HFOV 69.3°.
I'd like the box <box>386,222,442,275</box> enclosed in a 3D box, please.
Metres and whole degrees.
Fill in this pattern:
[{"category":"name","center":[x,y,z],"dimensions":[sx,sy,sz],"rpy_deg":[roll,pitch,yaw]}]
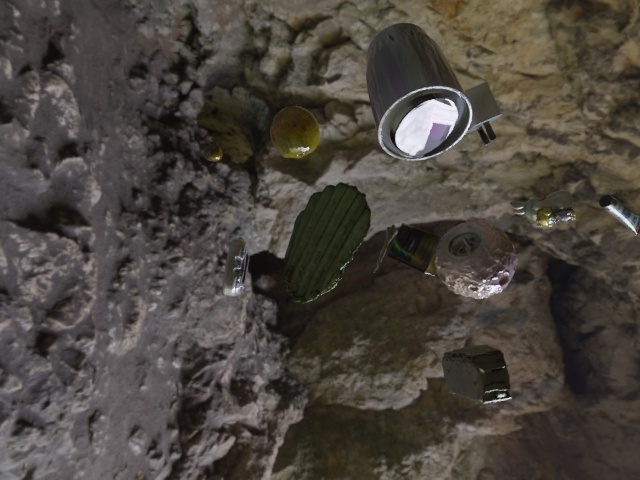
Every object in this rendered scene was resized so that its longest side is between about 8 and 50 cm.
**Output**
[{"category":"box","center":[0.397,0.034,1.899],"dimensions":[0.240,0.071,0.159],"rpy_deg":[26,-86,55]}]

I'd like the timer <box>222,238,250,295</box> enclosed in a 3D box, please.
[{"category":"timer","center":[-0.382,0.128,2.123],"dimensions":[0.237,0.087,0.262],"rpy_deg":[122,-24,-81]}]

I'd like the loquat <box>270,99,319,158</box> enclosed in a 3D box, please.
[{"category":"loquat","center":[-0.108,-0.473,1.941],"dimensions":[0.213,0.213,0.246],"rpy_deg":[158,-77,-85]}]

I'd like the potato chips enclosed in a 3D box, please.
[{"category":"potato chips","center":[0.000,0.000,1.541],"dimensions":[0.429,0.070,0.358],"rpy_deg":[-62,-144,10]}]

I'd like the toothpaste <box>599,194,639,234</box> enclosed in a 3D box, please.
[{"category":"toothpaste","center":[0.890,-0.077,1.359],"dimensions":[0.039,0.239,0.062],"rpy_deg":[17,-92,57]}]

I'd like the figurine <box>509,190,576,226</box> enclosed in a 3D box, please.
[{"category":"figurine","center":[0.925,-0.123,1.936],"dimensions":[0.127,0.236,0.155],"rpy_deg":[48,39,-45]}]

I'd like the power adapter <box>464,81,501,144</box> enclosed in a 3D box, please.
[{"category":"power adapter","center":[0.588,-0.455,1.714],"dimensions":[0.130,0.125,0.205],"rpy_deg":[157,-91,-86]}]

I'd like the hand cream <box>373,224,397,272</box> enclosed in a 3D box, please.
[{"category":"hand cream","center":[0.198,0.022,1.420],"dimensions":[0.057,0.037,0.165],"rpy_deg":[106,8,-67]}]

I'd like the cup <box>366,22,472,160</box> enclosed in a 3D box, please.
[{"category":"cup","center":[0.263,-0.433,1.327],"dimensions":[0.253,0.253,0.371],"rpy_deg":[90,-6,-55]}]

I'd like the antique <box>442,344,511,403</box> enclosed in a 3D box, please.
[{"category":"antique","center":[0.435,0.360,1.258],"dimensions":[0.284,0.150,0.125],"rpy_deg":[74,6,-79]}]

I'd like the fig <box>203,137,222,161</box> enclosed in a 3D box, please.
[{"category":"fig","center":[-0.488,-0.409,2.115],"dimensions":[0.084,0.082,0.098],"rpy_deg":[48,-51,47]}]

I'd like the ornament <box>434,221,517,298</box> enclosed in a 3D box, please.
[{"category":"ornament","center":[0.509,0.069,1.524],"dimensions":[0.225,0.259,0.259],"rpy_deg":[45,20,-35]}]
